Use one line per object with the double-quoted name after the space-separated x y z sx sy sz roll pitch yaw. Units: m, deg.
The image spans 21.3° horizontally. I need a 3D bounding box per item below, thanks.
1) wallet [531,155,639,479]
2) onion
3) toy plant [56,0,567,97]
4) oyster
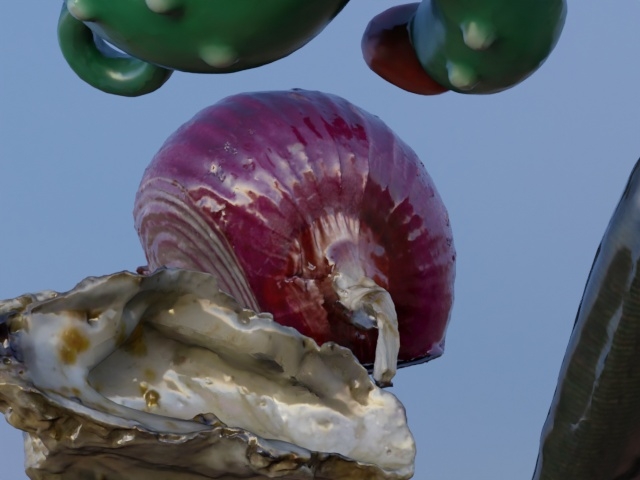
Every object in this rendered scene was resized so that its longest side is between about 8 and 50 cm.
0.137 0.014 0.456 0.245 0.052 0.168 -22 -42 -39 "wallet"
-0.015 -0.010 1.393 0.272 0.230 0.256 -4 5 33 "onion"
0.025 -0.171 0.572 0.279 0.185 0.400 19 -45 -39 "toy plant"
-0.107 0.107 1.161 0.341 0.166 0.110 -1 -28 -23 "oyster"
